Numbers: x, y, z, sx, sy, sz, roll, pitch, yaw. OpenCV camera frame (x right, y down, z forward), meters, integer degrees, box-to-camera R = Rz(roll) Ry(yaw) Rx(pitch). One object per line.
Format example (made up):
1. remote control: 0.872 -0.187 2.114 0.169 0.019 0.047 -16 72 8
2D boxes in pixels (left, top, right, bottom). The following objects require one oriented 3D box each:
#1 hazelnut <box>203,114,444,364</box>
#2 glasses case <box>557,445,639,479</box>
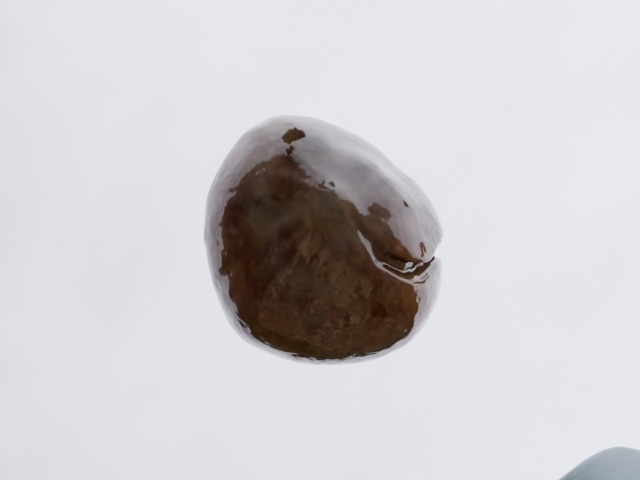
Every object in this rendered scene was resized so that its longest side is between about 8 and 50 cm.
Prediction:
1. hazelnut: 0.000 0.000 0.533 0.143 0.143 0.154 -39 -103 42
2. glasses case: 0.103 0.101 0.209 0.056 0.105 0.266 34 -12 -6
